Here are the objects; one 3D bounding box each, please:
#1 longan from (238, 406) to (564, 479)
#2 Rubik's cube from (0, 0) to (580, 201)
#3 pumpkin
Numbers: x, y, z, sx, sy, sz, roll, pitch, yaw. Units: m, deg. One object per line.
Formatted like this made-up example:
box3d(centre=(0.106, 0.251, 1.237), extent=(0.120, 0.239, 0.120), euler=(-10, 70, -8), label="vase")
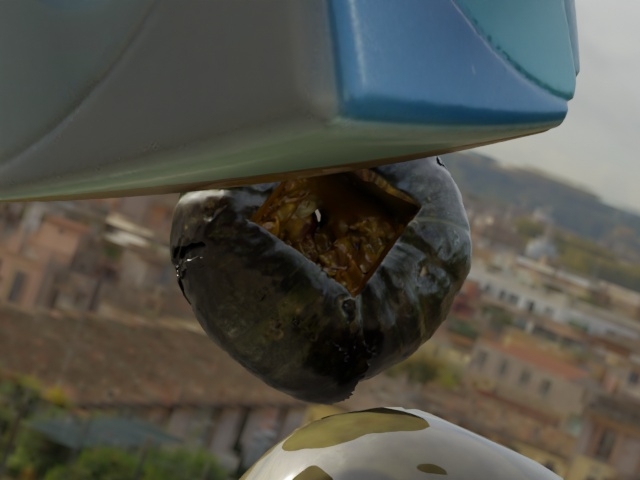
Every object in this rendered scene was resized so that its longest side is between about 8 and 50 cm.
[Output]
box3d(centre=(0.080, 0.335, 1.564), extent=(0.404, 0.336, 0.404), euler=(13, 34, -9), label="longan")
box3d(centre=(-0.053, -0.214, 1.170), extent=(0.352, 0.352, 0.347), euler=(-5, 2, 35), label="Rubik's cube")
box3d(centre=(0.000, 0.000, 1.780), extent=(0.320, 0.320, 0.192), euler=(19, -22, -3), label="pumpkin")
